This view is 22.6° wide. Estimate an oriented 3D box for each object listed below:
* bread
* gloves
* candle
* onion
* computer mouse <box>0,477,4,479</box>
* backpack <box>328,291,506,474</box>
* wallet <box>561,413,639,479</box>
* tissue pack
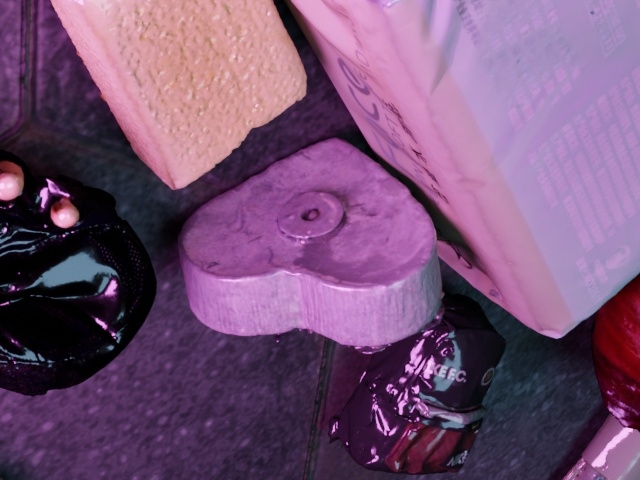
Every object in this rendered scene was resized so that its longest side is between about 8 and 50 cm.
[{"bbox_3d":[-0.090,-0.137,1.026,0.125,0.068,0.188,-38,139,-11],"label":"bread"},{"bbox_3d":[-0.201,0.006,1.010,0.203,0.124,0.164,52,59,-29],"label":"gloves"},{"bbox_3d":[0.000,0.000,1.168,0.168,0.192,0.068,-74,163,-46],"label":"candle"},{"bbox_3d":[0.373,0.084,1.508,0.252,0.219,0.252,-25,140,-23],"label":"onion"},{"bbox_3d":[-0.311,0.209,1.088,0.159,0.097,0.288,-51,140,1],"label":"computer mouse"},{"bbox_3d":[0.092,0.128,1.376,0.120,0.106,0.165,3,122,-38],"label":"backpack"},{"bbox_3d":[0.369,0.227,1.742,0.223,0.077,0.309,21,107,-52],"label":"wallet"},{"bbox_3d":[0.172,-0.172,1.127,0.332,0.205,0.405,-43,140,-7],"label":"tissue pack"}]
